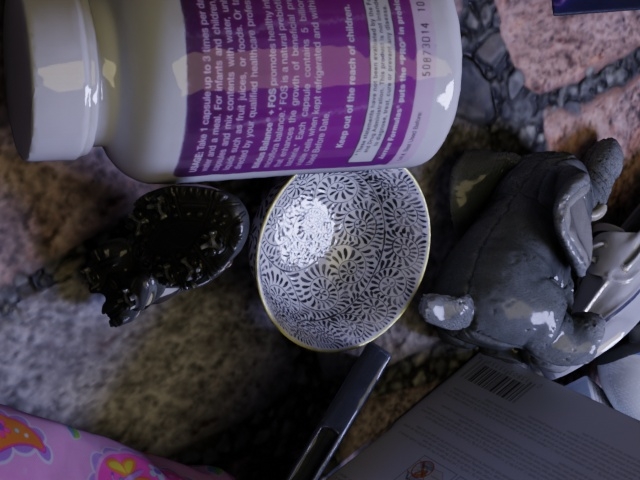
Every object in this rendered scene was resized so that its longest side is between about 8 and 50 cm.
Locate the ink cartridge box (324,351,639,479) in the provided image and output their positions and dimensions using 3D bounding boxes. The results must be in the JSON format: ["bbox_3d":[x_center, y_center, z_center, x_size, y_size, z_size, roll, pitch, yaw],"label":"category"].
[{"bbox_3d":[0.152,0.220,1.167,0.239,0.275,0.060,-37,121,-20],"label":"ink cartridge box"}]

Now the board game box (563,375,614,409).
[{"bbox_3d":[0.344,0.339,1.335,0.066,0.319,0.318,-31,130,27],"label":"board game box"}]

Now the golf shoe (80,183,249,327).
[{"bbox_3d":[-0.098,-0.003,1.002,0.094,0.198,0.077,-26,90,-39],"label":"golf shoe"}]

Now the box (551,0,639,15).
[{"bbox_3d":[0.272,-0.303,1.156,0.108,0.153,0.207,-40,125,-61],"label":"box"}]

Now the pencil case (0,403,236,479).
[{"bbox_3d":[-0.196,0.198,1.024,0.284,0.124,0.124,22,90,-37],"label":"pencil case"}]

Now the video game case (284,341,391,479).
[{"bbox_3d":[-0.025,0.211,1.116,0.026,0.196,0.274,31,83,5],"label":"video game case"}]

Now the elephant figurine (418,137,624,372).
[{"bbox_3d":[0.187,-0.015,1.221,0.169,0.186,0.239,17,82,-2],"label":"elephant figurine"}]

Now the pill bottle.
[{"bbox_3d":[-0.066,-0.127,0.974,0.301,0.169,0.169,-5,106,-21],"label":"pill bottle"}]

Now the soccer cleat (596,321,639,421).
[{"bbox_3d":[0.420,0.108,1.400,0.331,0.116,0.143,-23,90,-27],"label":"soccer cleat"}]

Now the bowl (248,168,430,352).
[{"bbox_3d":[0.000,0.000,1.123,0.170,0.080,0.170,-11,109,-33],"label":"bowl"}]

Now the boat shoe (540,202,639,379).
[{"bbox_3d":[0.292,0.022,1.327,0.267,0.096,0.088,-42,94,-11],"label":"boat shoe"}]
